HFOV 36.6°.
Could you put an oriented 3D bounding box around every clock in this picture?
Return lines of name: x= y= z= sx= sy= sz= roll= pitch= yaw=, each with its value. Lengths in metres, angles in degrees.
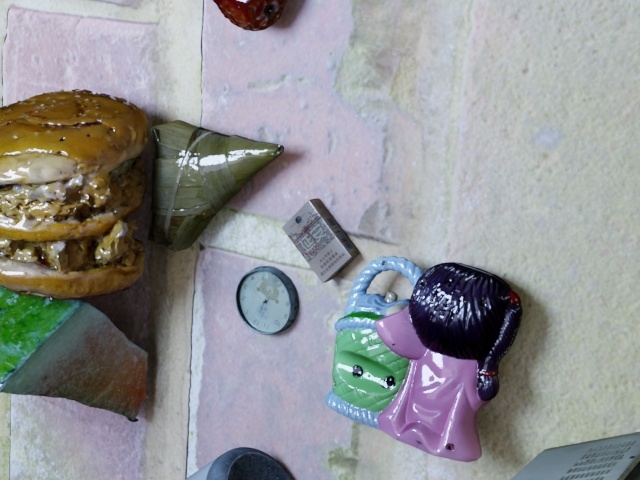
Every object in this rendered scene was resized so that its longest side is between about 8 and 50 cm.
clock: x=-0.066 y=0.073 z=1.162 sx=0.085 sy=0.017 sz=0.085 roll=7 pitch=104 yaw=30
clock: x=0.105 y=0.111 z=1.021 sx=0.193 sy=0.100 sz=0.196 roll=20 pitch=102 yaw=26

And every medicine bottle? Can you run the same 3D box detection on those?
medicine bottle: x=-0.164 y=0.379 z=1.211 sx=0.293 sy=0.141 sz=0.141 roll=-37 pitch=80 yaw=31

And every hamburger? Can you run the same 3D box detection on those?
hamburger: x=-0.318 y=-0.060 z=1.154 sx=0.245 sy=0.260 sz=0.211 roll=8 pitch=115 yaw=9

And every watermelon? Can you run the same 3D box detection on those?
watermelon: x=-0.374 y=0.103 z=1.230 sx=0.264 sy=0.302 sz=0.151 roll=20 pitch=85 yaw=34

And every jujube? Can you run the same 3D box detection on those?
jujube: x=-0.092 y=-0.288 z=1.073 sx=0.129 sy=0.077 sz=0.077 roll=47 pitch=120 yaw=22

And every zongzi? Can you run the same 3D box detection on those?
zongzi: x=-0.123 y=-0.052 z=1.140 sx=0.176 sy=0.078 sz=0.160 roll=15 pitch=113 yaw=25

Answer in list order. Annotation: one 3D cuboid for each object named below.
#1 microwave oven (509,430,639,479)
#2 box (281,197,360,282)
microwave oven: x=0.278 y=0.325 z=0.906 sx=0.145 sy=0.194 sz=0.241 roll=-19 pitch=87 yaw=31
box: x=0.000 y=0.000 z=1.104 sx=0.053 sy=0.024 sz=0.083 roll=-45 pitch=78 yaw=30
